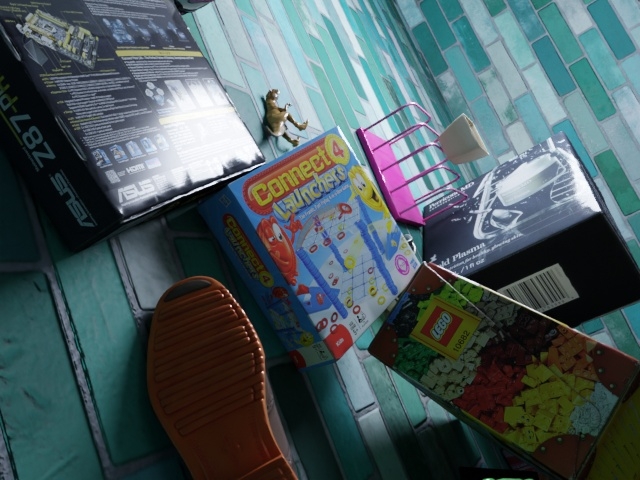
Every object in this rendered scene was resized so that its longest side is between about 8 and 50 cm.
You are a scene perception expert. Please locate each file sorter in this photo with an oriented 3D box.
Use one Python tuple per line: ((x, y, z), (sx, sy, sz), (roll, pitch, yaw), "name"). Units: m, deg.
((0.270, -0.215, 1.736), (0.202, 0.182, 0.290), (10, 55, -60), "file sorter")

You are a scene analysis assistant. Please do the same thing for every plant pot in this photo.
((0.389, -0.270, 1.688), (0.109, 0.096, 0.109), (11, 54, -61), "plant pot")

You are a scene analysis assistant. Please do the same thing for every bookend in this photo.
((0.330, 0.515, 1.192), (0.072, 0.156, 0.157), (-90, -173, -46), "bookend")

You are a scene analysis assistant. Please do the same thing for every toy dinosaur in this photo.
((-0.084, -0.236, 1.247), (0.112, 0.064, 0.211), (25, 30, -26), "toy dinosaur")

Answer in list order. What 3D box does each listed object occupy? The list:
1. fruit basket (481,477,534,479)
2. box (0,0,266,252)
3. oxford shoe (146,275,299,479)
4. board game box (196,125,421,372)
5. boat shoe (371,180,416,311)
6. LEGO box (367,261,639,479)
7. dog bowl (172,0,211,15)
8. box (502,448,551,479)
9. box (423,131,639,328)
((0.191, 0.485, 0.627), (0.283, 0.392, 0.392), (29, 40, -50), "fruit basket")
((-0.255, -0.188, 0.805), (0.318, 0.097, 0.395), (60, 25, -6), "box")
((-0.105, 0.210, 0.690), (0.132, 0.130, 0.363), (84, -15, -60), "oxford shoe")
((0.000, 0.000, 1.001), (0.308, 0.086, 0.302), (-39, 100, -47), "board game box")
((0.147, 0.026, 1.321), (0.335, 0.119, 0.121), (57, 25, -8), "boat shoe")
((0.369, 0.282, 1.097), (0.372, 0.193, 0.500), (27, -11, 40), "LEGO box")
((-0.305, -0.572, 1.048), (0.408, 0.150, 0.408), (45, 29, -33), "dog bowl")
((0.599, 0.510, 1.515), (0.128, 0.257, 0.123), (61, 23, -1), "box")
((0.559, 0.014, 1.693), (0.297, 0.480, 0.471), (51, 26, -20), "box")
